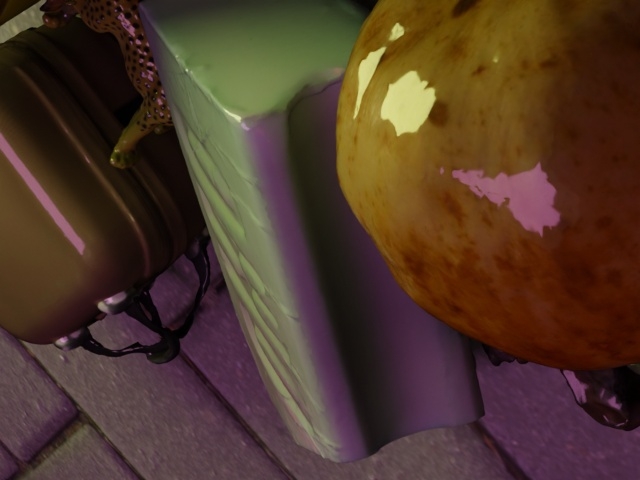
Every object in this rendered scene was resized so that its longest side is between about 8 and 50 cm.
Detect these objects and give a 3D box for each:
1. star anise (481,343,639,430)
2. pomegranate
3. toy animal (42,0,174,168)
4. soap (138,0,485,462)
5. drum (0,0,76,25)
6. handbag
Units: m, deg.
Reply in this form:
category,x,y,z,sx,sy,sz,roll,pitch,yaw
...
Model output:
category,x,y,z,sx,sy,sz,roll,pitch,yaw
star anise,0.153,0.030,0.859,0.214,0.099,0.220,29,146,46
pomegranate,0.126,-0.063,0.651,0.248,0.248,0.248,32,146,25
toy animal,-0.126,-0.150,1.052,0.136,0.073,0.181,-27,90,51
soap,0.000,0.000,0.942,0.208,0.115,0.347,-126,16,-49
drum,-0.279,-0.324,0.894,0.431,0.214,0.431,32,145,25
handbag,-0.206,-0.016,1.221,0.283,0.149,0.302,52,148,-2
